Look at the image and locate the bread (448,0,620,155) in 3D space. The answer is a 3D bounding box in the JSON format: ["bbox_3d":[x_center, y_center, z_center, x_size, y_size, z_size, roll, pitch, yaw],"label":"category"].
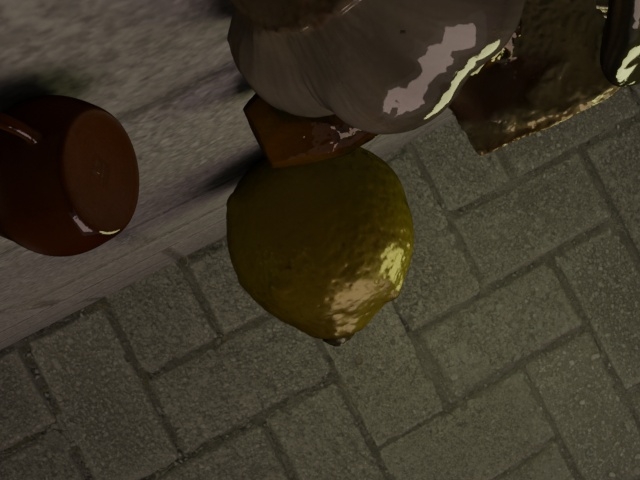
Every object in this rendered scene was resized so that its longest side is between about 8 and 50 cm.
[{"bbox_3d":[0.243,-0.225,0.841,0.224,0.184,0.211,-25,-178,14],"label":"bread"}]

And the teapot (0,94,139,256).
[{"bbox_3d":[-0.197,-0.045,0.457,0.116,0.116,0.173,-27,154,6],"label":"teapot"}]

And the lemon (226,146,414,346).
[{"bbox_3d":[0.000,0.000,1.220,0.349,0.387,0.350,-8,-178,0],"label":"lemon"}]

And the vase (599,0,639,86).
[{"bbox_3d":[0.220,-0.213,0.248,0.302,0.241,0.329,-10,163,39],"label":"vase"}]

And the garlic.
[{"bbox_3d":[0.052,-0.150,0.432,0.178,0.143,0.229,-26,170,-43],"label":"garlic"}]

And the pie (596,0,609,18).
[{"bbox_3d":[0.384,-0.341,1.067,0.195,0.046,0.195,-3,168,-1],"label":"pie"}]

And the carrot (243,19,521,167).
[{"bbox_3d":[0.066,-0.174,0.690,0.302,0.114,0.114,-28,180,0],"label":"carrot"}]
